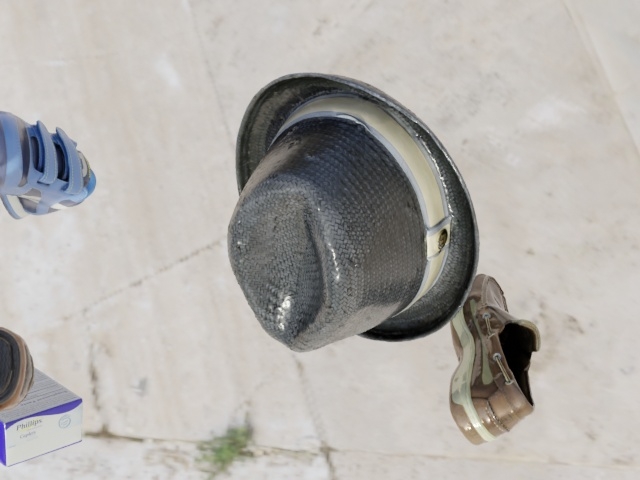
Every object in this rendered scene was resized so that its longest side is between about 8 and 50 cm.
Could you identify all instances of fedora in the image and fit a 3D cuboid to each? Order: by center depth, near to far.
[{"bbox_3d":[0.000,0.000,1.299,0.334,0.334,0.152,22,44,26],"label":"fedora"}]

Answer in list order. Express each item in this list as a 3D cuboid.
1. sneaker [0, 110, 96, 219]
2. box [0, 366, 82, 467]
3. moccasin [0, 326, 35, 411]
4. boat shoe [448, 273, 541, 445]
[{"bbox_3d":[-0.177,-0.049,0.792,0.059,0.144,0.053,-5,83,-3],"label":"sneaker"},{"bbox_3d":[-0.419,0.241,1.756,0.137,0.126,0.072,23,117,41],"label":"box"},{"bbox_3d":[-0.511,0.134,1.409,0.380,0.147,0.139,-1,77,-7],"label":"moccasin"},{"bbox_3d":[0.205,0.121,1.418,0.095,0.095,0.257,-28,30,24],"label":"boat shoe"}]
